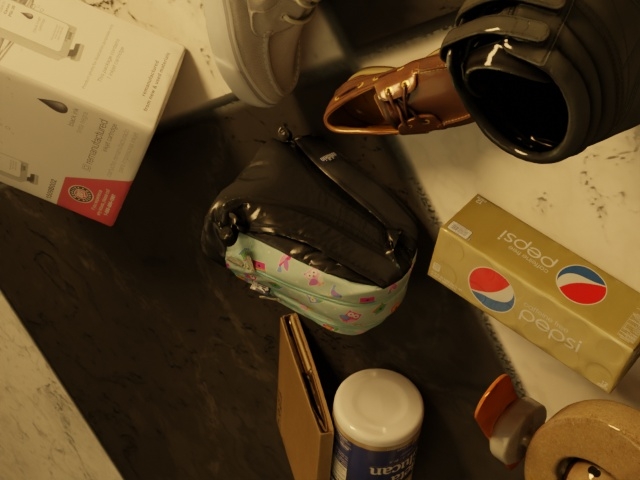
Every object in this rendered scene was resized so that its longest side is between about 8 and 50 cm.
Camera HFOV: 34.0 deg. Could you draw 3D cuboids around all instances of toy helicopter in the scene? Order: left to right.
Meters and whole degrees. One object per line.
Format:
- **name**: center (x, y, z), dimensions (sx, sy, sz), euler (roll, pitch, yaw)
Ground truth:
- **toy helicopter**: center (0.207, 0.241, 0.941), dimensions (0.235, 0.140, 0.355), euler (45, 147, 10)

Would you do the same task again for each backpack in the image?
- **backpack**: center (0.000, 0.000, 0.954), dimensions (0.182, 0.152, 0.115), euler (28, 147, 9)

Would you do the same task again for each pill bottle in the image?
- **pill bottle**: center (0.057, 0.223, 1.120), dimensions (0.094, 0.094, 0.169), euler (31, 141, 25)

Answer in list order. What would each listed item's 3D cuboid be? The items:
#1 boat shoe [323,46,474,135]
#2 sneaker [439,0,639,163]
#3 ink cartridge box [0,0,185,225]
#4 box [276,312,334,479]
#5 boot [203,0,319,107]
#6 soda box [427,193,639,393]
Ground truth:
- **boat shoe**: center (0.074, -0.109, 0.825), dimensions (0.178, 0.060, 0.064), euler (-2, 120, 48)
- **sneaker**: center (0.123, -0.180, 0.632), dimensions (0.104, 0.147, 0.296), euler (-6, 116, 52)
- **ink cartridge box**: center (-0.305, -0.154, 1.051), dimensions (0.283, 0.117, 0.207), euler (22, 147, -12)
- **box**: center (-0.019, 0.208, 1.176), dimensions (0.201, 0.021, 0.164), euler (95, 161, -45)
- **boot**: center (-0.022, -0.200, 0.823), dimensions (0.123, 0.095, 0.258), euler (13, 145, 21)
- **soda box**: center (0.180, 0.041, 0.850), dimensions (0.181, 0.058, 0.061), euler (35, 142, 22)
